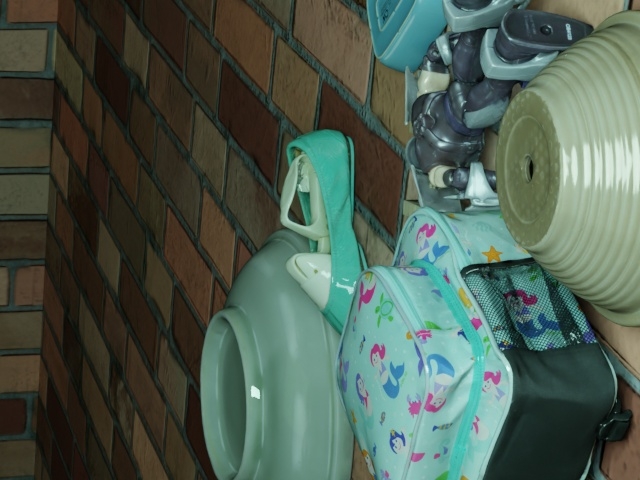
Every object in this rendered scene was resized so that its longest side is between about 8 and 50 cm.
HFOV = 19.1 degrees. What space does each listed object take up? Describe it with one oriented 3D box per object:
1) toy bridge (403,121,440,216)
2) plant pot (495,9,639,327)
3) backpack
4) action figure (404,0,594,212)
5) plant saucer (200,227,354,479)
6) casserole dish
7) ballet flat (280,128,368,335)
[{"bbox_3d":[0.103,-0.028,1.824,0.063,0.026,0.188,-151,62,-66],"label":"toy bridge"},{"bbox_3d":[0.201,-0.052,1.397,0.237,0.109,0.237,178,90,-72],"label":"plant pot"},{"bbox_3d":[0.119,0.098,1.555,0.253,0.191,0.225,-104,21,-47],"label":"backpack"},{"bbox_3d":[0.134,-0.124,1.627,0.285,0.099,0.185,114,142,-59],"label":"action figure"},{"bbox_3d":[-0.069,0.186,2.243,0.400,0.100,0.401,178,90,-72],"label":"plant saucer"},{"bbox_3d":[0.085,-0.239,1.849,0.188,0.037,0.114,124,141,-62],"label":"casserole dish"},{"bbox_3d":[0.000,0.000,2.039,0.083,0.087,0.247,135,131,-65],"label":"ballet flat"}]
